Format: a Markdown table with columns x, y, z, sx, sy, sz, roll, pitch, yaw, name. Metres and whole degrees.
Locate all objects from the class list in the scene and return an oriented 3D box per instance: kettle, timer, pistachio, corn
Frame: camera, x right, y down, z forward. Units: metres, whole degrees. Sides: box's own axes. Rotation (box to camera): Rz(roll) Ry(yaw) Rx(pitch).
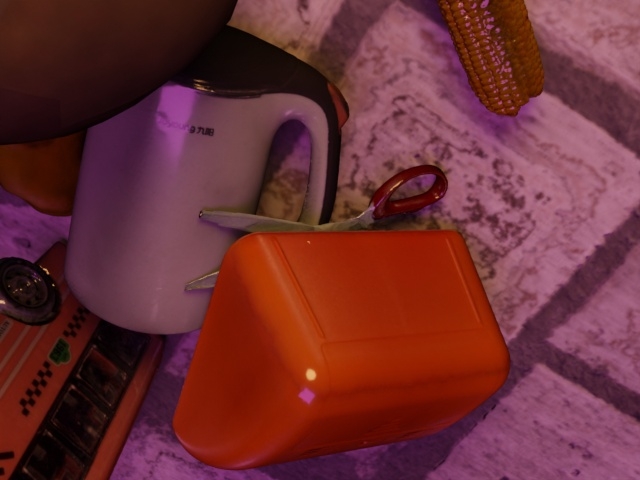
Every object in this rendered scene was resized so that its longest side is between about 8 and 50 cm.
| x | y | z | sx | sy | sz | roll | pitch | yaw | name |
| --- | --- | --- | --- | --- | --- | --- | --- | --- | --- |
| -0.102 | -0.059 | 0.730 | 0.240 | 0.165 | 0.255 | 13 | 120 | -10 | kettle |
| 0.013 | 0.126 | 0.772 | 0.257 | 0.161 | 0.250 | -1 | 144 | -31 | timer |
| -0.258 | -0.108 | 0.753 | 0.100 | 0.110 | 0.189 | -8 | 138 | -14 | pistachio |
| 0.125 | -0.195 | 0.649 | 0.068 | 0.068 | 0.207 | -20 | 114 | 22 | corn |

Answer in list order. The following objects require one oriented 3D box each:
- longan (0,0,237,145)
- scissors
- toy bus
| x | y | z | sx | sy | sz | roll | pitch | yaw | name |
| --- | --- | --- | --- | --- | --- | --- | --- | --- | --- |
| -0.210 | -0.255 | 0.497 | 0.404 | 0.405 | 0.336 | 10 | 156 | 5 | longan |
| 0.000 | 0.000 | 0.735 | 0.247 | 0.017 | 0.144 | -6 | 128 | -30 | scissors |
| -0.320 | 0.209 | 0.773 | 0.203 | 0.427 | 0.233 | -37 | 111 | 28 | toy bus |
